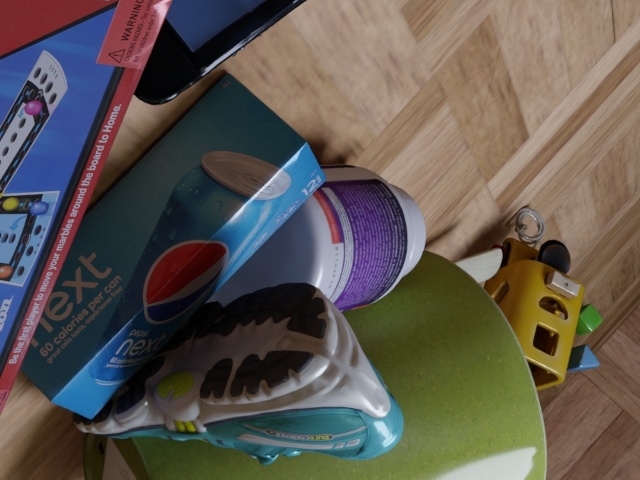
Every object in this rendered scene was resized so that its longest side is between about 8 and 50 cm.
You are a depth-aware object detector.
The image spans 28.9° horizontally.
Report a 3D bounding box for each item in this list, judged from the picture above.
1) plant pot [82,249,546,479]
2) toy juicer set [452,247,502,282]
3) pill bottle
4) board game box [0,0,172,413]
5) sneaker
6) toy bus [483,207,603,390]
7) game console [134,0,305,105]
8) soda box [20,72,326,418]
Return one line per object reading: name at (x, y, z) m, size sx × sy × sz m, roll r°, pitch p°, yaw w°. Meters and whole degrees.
plant pot at (-0.024, 0.166, 0.978) m, size 0.294 × 0.274 × 0.274 m, roll -12°, pitch 143°, yaw -32°
toy juicer set at (0.049, 0.145, 1.281) m, size 0.209 × 0.089 × 0.328 m, roll 7°, pitch 105°, yaw -37°
pill bottle at (0.000, 0.000, 0.884) m, size 0.108 × 0.108 × 0.193 m, roll -55°, pitch 159°, yaw 21°
board game box at (-0.174, -0.015, 0.530) m, size 0.145 × 0.027 × 0.281 m, roll 5°, pitch 130°, yaw -32°
sneaker at (-0.063, 0.102, 0.785) m, size 0.275 × 0.110 × 0.107 m, roll -6°, pitch -135°, yaw 50°
toy bus at (0.241, 0.065, 1.386) m, size 0.191 × 0.202 × 0.104 m, roll -22°, pitch 175°, yaw -30°
game console at (-0.050, -0.151, 0.537) m, size 0.144 × 0.124 × 0.085 m, roll -40°, pitch -174°, yaw -20°
soda box at (-0.097, 0.004, 0.745) m, size 0.210 × 0.071 × 0.067 m, roll -46°, pitch 161°, yaw -4°
